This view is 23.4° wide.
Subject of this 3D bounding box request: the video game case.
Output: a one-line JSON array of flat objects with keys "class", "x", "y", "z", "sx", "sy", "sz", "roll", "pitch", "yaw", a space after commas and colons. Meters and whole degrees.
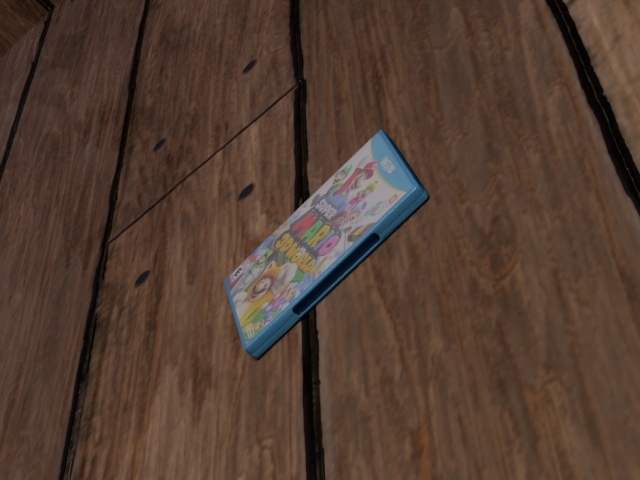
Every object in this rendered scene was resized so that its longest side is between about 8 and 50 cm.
[{"class": "video game case", "x": 0.000, "y": 0.000, "z": 1.106, "sx": 0.166, "sy": 0.015, "sz": 0.119, "roll": -43, "pitch": 24, "yaw": 9}]
